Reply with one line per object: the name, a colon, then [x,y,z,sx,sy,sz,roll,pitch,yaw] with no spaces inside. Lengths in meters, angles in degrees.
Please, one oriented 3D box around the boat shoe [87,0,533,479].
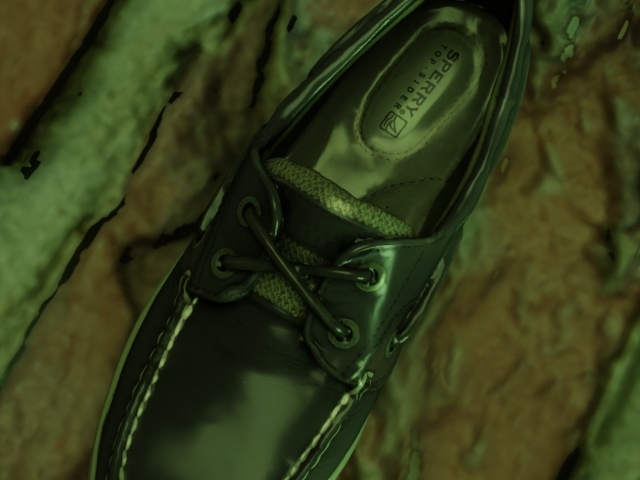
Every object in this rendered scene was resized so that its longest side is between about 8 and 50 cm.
boat shoe: [0.000,0.000,0.614,0.102,0.092,0.285,31,69,8]
